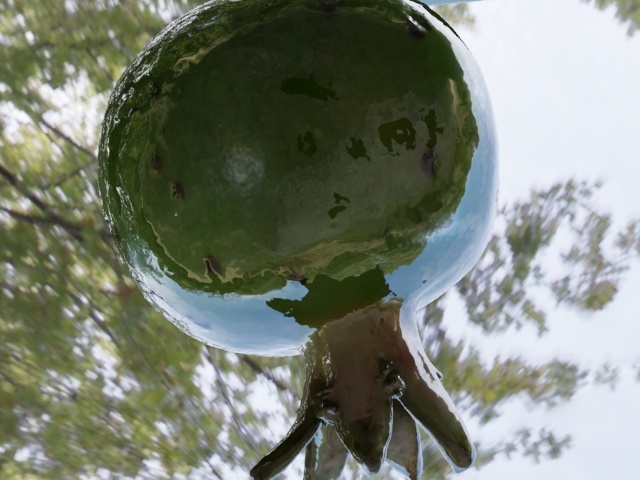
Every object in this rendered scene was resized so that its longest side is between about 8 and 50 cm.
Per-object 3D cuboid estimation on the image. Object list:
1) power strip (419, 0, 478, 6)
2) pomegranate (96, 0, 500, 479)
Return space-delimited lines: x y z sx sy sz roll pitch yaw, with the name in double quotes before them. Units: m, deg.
"power strip" 0.083 -0.221 0.907 0.224 0.140 0.139 -9 -69 -18
"pomegranate" 0.000 0.000 0.654 0.182 0.181 0.224 -16 -103 -3
